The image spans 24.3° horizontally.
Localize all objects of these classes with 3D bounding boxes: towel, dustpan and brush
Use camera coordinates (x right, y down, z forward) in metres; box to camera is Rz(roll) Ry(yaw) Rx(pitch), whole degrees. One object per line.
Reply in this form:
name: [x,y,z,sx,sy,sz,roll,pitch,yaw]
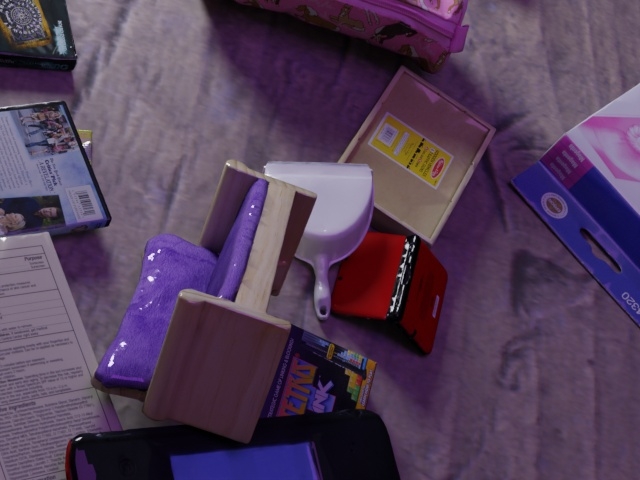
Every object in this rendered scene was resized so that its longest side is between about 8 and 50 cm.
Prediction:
towel: [-0.309,-0.107,1.820,0.060,0.009,0.083,12,53,-20]
dustpan and brush: [0.000,0.000,1.883,0.147,0.060,0.211,1,52,-7]

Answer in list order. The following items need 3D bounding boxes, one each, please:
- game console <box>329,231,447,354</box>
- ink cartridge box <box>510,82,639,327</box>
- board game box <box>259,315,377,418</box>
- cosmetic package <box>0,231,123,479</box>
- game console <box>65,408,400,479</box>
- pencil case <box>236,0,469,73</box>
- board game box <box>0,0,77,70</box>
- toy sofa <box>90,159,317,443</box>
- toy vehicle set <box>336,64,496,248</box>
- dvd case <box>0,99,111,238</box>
game console: [0.090,0.067,1.909,0.124,0.085,0.144,49,41,-33]
ink cartridge box: [0.490,-0.051,2.164,0.324,0.071,0.330,49,50,9]
board game box: [-0.020,0.190,1.738,0.141,0.048,0.170,26,49,-12]
cosmetic package: [-0.322,0.155,1.558,0.160,0.113,0.309,-8,61,-33]
game console: [-0.057,0.346,1.503,0.387,0.060,0.341,0,70,-35]
pencil case: [0.021,-0.360,2.081,0.386,0.160,0.167,17,57,-18]
board game box: [-0.388,-0.301,1.906,0.126,0.026,0.186,2,57,-28]
toy sofa: [-0.119,0.048,1.626,0.177,0.150,0.362,20,25,-4]
toy vehicle set: [0.125,-0.113,2.040,0.166,0.035,0.267,35,48,-2]
dvd case: [-0.390,-0.075,1.738,0.253,0.022,0.180,-11,63,-30]
